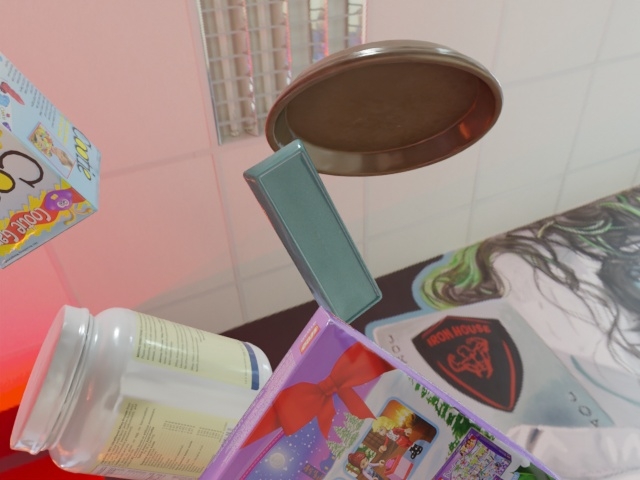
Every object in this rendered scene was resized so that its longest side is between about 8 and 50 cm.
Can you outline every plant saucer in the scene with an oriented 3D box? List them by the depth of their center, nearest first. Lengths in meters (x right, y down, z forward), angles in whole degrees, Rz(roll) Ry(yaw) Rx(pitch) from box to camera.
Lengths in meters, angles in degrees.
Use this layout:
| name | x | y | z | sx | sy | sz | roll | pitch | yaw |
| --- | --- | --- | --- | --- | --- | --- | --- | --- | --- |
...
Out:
| name | x | y | z | sx | sy | sz | roll | pitch | yaw |
| --- | --- | --- | --- | --- | --- | --- | --- | --- | --- |
| plant saucer | 0.000 | 0.000 | 0.501 | 0.067 | 0.018 | 0.192 | -35 | -71 | -16 |
| plant saucer | 0.072 | -0.148 | 0.608 | 0.277 | 0.041 | 0.278 | -4 | -17 | -1 |

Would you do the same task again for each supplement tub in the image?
| name | x | y | z | sx | sy | sz | roll | pitch | yaw |
| --- | --- | --- | --- | --- | --- | --- | --- | --- | --- |
| supplement tub | -0.261 | 0.239 | 0.781 | 0.324 | 0.235 | 0.235 | 23 | -72 | -28 |

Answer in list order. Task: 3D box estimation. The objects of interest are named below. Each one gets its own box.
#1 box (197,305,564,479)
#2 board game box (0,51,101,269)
| name | x | y | z | sx | sy | sz | roll | pitch | yaw |
| --- | --- | --- | --- | --- | --- | --- | --- | --- | --- |
| box | -0.001 | 0.220 | 0.326 | 0.200 | 0.057 | 0.293 | 36 | -93 | -6 |
| board game box | -0.392 | -0.124 | 0.548 | 0.142 | 0.144 | 0.275 | -31 | -48 | 5 |
